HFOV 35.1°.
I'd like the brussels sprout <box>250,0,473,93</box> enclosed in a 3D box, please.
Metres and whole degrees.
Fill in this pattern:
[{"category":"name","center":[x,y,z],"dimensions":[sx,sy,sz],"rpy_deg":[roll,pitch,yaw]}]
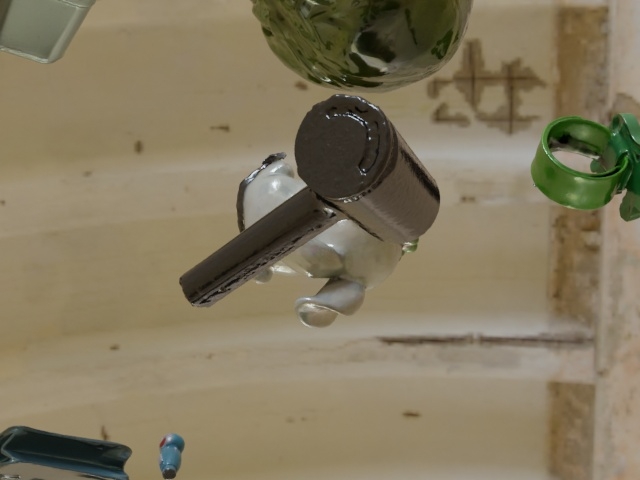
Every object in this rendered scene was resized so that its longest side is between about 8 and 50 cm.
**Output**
[{"category":"brussels sprout","center":[0.043,-0.358,1.281],"dimensions":[0.354,0.289,0.281],"rpy_deg":[35,-113,-28]}]

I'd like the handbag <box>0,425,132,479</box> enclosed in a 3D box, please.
[{"category":"handbag","center":[-0.433,0.361,1.616],"dimensions":[0.229,0.179,0.062],"rpy_deg":[21,-125,-38]}]

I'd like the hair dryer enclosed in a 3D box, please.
[{"category":"hair dryer","center":[-0.021,-0.017,0.916],"dimensions":[0.089,0.251,0.197],"rpy_deg":[63,-168,20]}]

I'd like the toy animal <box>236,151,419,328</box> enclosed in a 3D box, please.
[{"category":"toy animal","center":[0.005,-0.005,1.481],"dimensions":[0.310,0.247,0.183],"rpy_deg":[31,140,53]}]

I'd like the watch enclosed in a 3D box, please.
[{"category":"watch","center":[0.391,-0.107,1.454],"dimensions":[0.131,0.152,0.165],"rpy_deg":[101,159,-50]}]

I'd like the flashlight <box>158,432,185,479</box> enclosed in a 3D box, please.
[{"category":"flashlight","center":[-0.279,0.407,1.898],"dimensions":[0.129,0.051,0.051],"rpy_deg":[-114,21,-71]}]

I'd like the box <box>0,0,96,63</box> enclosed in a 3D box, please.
[{"category":"box","center":[-0.422,-0.421,1.518],"dimensions":[0.182,0.175,0.312],"rpy_deg":[-50,37,39]}]
